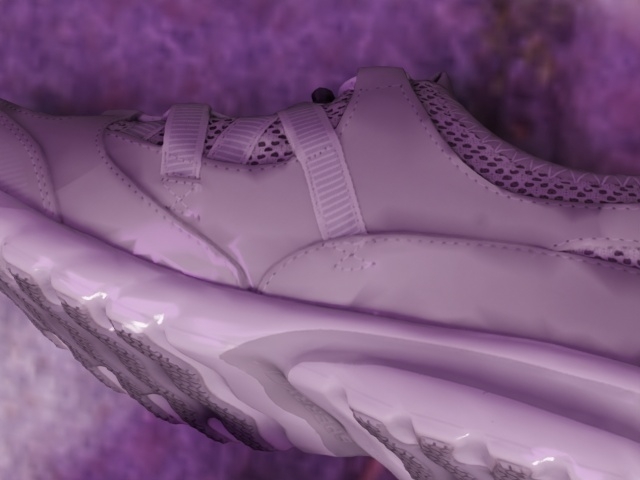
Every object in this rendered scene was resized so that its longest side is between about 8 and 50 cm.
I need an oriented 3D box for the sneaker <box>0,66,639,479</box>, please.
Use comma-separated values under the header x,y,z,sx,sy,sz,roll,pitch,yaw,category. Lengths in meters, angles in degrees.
x,y,z,sx,sy,sz,roll,pitch,yaw,category
0.000,0.000,0.511,0.281,0.105,0.115,18,69,25,sneaker
